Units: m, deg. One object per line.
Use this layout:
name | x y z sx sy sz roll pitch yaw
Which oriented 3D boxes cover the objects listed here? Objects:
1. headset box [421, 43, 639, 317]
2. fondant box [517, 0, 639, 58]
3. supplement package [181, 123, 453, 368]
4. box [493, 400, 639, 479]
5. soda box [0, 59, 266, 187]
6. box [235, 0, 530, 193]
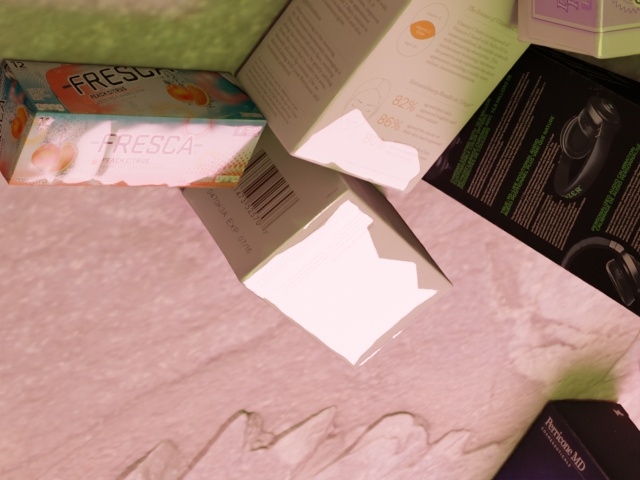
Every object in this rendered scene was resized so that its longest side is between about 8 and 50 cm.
headset box | 0.234 -0.043 1.446 0.246 0.283 0.131 13 106 -46
fondant box | 0.291 -0.263 1.320 0.330 0.096 0.238 -11 110 -28
supplement package | 0.000 0.000 1.443 0.105 0.105 0.179 -41 142 7
box | 0.246 0.280 1.894 0.108 0.153 0.207 5 126 -40
soda box | -0.131 -0.076 1.298 0.183 0.058 0.063 -1 131 -38
box | 0.050 -0.135 1.348 0.130 0.091 0.170 17 119 -46
